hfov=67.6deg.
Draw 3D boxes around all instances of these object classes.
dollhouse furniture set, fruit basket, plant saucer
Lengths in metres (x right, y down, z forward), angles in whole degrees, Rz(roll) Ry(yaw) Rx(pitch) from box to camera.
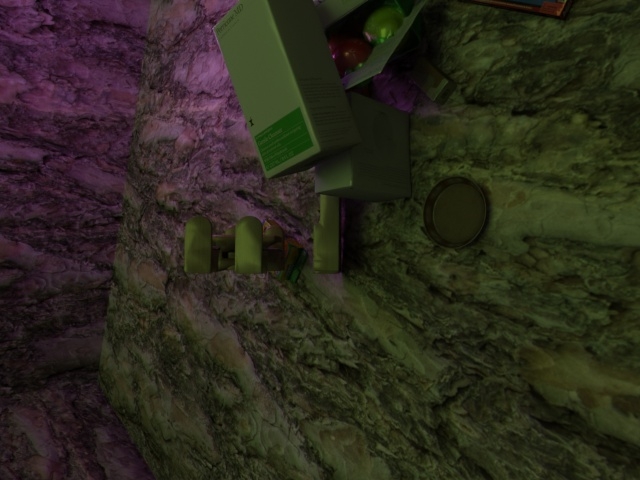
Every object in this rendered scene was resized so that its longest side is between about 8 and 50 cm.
[{"bbox_3d":[-0.140,-0.038,1.346,0.393,0.362,0.257,1,88,5],"label":"dollhouse furniture set"},{"bbox_3d":[0.102,-0.455,1.184,0.327,0.165,0.353,-9,48,47],"label":"fruit basket"},{"bbox_3d":[0.313,-0.064,1.109,0.168,0.029,0.169,-4,85,48],"label":"plant saucer"}]

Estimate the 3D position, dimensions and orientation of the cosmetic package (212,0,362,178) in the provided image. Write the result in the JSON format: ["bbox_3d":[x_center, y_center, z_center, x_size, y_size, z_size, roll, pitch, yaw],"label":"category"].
[{"bbox_3d":[-0.074,-0.347,1.064,0.196,0.155,0.366,-20,92,46],"label":"cosmetic package"}]

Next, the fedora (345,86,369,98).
[{"bbox_3d":[0.054,-0.402,1.390,0.194,0.079,0.195,-4,85,49],"label":"fedora"}]

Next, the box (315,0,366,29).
[{"bbox_3d":[0.047,-0.605,1.231,0.232,0.059,0.322,-29,21,12],"label":"box"}]

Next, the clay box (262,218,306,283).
[{"bbox_3d":[-0.139,0.036,1.593,0.222,0.053,0.128,42,116,42],"label":"clay box"}]

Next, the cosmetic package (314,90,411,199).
[{"bbox_3d":[0.107,-0.222,1.206,0.138,0.224,0.225,-8,81,47],"label":"cosmetic package"}]

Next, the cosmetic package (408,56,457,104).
[{"bbox_3d":[0.273,-0.391,1.169,0.060,0.041,0.115,-55,50,31],"label":"cosmetic package"}]

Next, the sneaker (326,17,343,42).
[{"bbox_3d":[-0.038,-0.558,1.455,0.296,0.146,0.105,-46,53,35],"label":"sneaker"}]

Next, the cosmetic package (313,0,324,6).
[{"bbox_3d":[-0.017,-0.735,1.482,0.239,0.098,0.061,2,88,49],"label":"cosmetic package"}]

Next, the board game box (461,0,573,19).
[{"bbox_3d":[0.427,-0.571,1.022,0.281,0.027,0.145,40,115,43],"label":"board game box"}]
